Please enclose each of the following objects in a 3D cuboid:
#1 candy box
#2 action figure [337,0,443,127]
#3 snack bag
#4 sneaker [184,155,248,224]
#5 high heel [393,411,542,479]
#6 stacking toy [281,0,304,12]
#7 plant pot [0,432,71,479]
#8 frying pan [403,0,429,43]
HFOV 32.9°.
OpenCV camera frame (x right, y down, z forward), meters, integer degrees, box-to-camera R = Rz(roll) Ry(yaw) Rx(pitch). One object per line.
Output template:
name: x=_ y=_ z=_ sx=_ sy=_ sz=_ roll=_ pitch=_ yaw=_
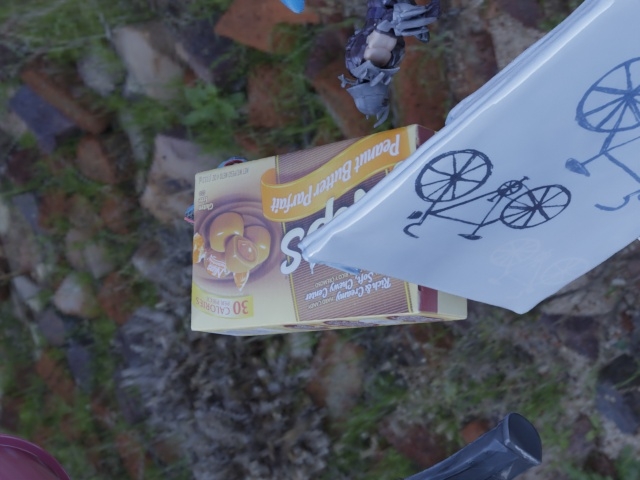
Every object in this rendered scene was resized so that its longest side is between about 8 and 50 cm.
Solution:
candy box: x=0.000 y=0.000 z=1.137 sx=0.316 sy=0.087 sz=0.183 roll=-8 pitch=78 yaw=40
action figure: x=0.075 y=-0.266 z=1.188 sx=0.185 sy=0.099 sz=0.285 roll=-172 pitch=88 yaw=-68
snack bag: x=0.198 y=-0.053 z=0.888 sx=0.342 sy=0.323 sz=0.037 roll=-40 pitch=54 yaw=31
sneaker: x=-0.149 y=-0.074 z=1.673 sx=0.262 sy=0.104 sz=0.125 roll=151 pitch=129 yaw=-81
high heel: x=0.067 y=0.249 z=0.749 sx=0.093 sy=0.261 sz=0.186 roll=41 pitch=123 yaw=-7
stacking toy: x=0.025 y=-0.499 z=1.623 sx=0.166 sy=0.302 sz=0.175 roll=50 pitch=163 yaw=23
plant pot: x=-0.286 y=0.276 z=0.961 sx=0.180 sy=0.201 sz=0.201 roll=-5 pitch=101 yaw=53
frying pan: x=0.065 y=-0.429 z=1.407 sx=0.326 sy=0.053 sz=0.197 roll=44 pitch=145 yaw=21
